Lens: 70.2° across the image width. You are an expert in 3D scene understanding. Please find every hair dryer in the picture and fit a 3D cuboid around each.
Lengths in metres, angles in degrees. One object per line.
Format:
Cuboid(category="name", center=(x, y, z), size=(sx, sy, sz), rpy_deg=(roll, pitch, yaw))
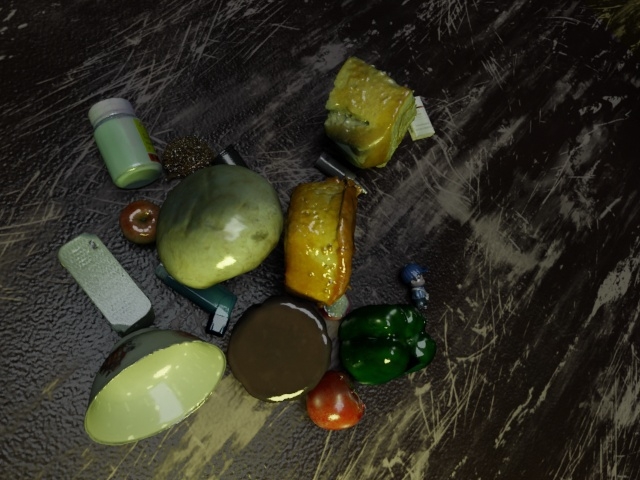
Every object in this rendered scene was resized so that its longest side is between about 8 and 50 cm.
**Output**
Cuboid(category="hair dryer", center=(-0.304, -0.134, 1.356), size=(0.251, 0.089, 0.197), rpy_deg=(-38, 101, -10))

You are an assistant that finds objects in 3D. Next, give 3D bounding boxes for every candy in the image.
Cuboid(category="candy", center=(0.042, 0.194, 1.393), size=(0.103, 0.043, 0.103), rpy_deg=(5, 73, -16))

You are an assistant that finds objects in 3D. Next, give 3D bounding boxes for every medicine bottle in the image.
Cuboid(category="medicine bottle", center=(-0.550, -0.270, 1.281), size=(0.139, 0.139, 0.225), rpy_deg=(-24, 83, -22))
Cuboid(category="medicine bottle", center=(-0.344, 0.151, 1.260), size=(0.258, 0.079, 0.124), rpy_deg=(37, 65, -4))
Cuboid(category="medicine bottle", center=(0.075, -0.215, 1.513), size=(0.199, 0.057, 0.057), rpy_deg=(35, 67, -6))

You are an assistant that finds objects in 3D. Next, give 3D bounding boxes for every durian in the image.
Cuboid(category="durian", center=(-0.398, -0.248, 1.351), size=(0.148, 0.091, 0.188), rpy_deg=(39, 69, -6))

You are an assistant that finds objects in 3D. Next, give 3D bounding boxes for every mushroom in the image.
Cuboid(category="mushroom", center=(-0.259, -0.034, 1.187), size=(0.352, 0.352, 0.260), rpy_deg=(-62, 142, -22))

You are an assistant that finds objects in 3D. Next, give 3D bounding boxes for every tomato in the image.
Cuboid(category="tomato", center=(0.039, 0.452, 1.266), size=(0.167, 0.167, 0.167), rpy_deg=(5, 73, -17))

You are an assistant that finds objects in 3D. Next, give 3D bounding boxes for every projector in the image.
Cuboid(category="projector", center=(-0.531, 0.122, 1.144), size=(0.108, 0.198, 0.250), rpy_deg=(-40, 88, -24))

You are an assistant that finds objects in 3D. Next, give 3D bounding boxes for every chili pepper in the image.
Cuboid(category="chili pepper", center=(0.186, 0.286, 1.301), size=(0.248, 0.257, 0.233), rpy_deg=(-14, 76, -29))

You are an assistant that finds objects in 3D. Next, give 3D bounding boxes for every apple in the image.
Cuboid(category="apple", center=(-0.491, -0.048, 1.258), size=(0.126, 0.102, 0.126), rpy_deg=(7, 73, -22))

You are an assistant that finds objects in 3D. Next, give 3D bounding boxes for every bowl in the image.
Cuboid(category="bowl", center=(-0.416, 0.318, 1.107), size=(0.337, 0.337, 0.157), rpy_deg=(-30, 54, -23))

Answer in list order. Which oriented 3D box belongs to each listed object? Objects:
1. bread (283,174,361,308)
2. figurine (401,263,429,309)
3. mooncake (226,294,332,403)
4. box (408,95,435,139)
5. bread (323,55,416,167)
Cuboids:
Cuboid(category="bread", center=(0.000, -0.003, 1.271), size=(0.204, 0.358, 0.337), rpy_deg=(5, 29, -4))
Cuboid(category="figurine", center=(0.314, 0.149, 1.484), size=(0.087, 0.086, 0.149), rpy_deg=(-10, 89, 20))
Cuboid(category="mooncake", center=(-0.106, 0.288, 1.236), size=(0.283, 0.141, 0.283), rpy_deg=(0, 89, -2))
Cuboid(category="box", center=(0.353, -0.452, 1.680), size=(0.084, 0.040, 0.154), rpy_deg=(-17, 80, -19))
Cuboid(category="bread", center=(0.150, -0.364, 1.464), size=(0.239, 0.395, 0.264), rpy_deg=(30, 92, 12))
